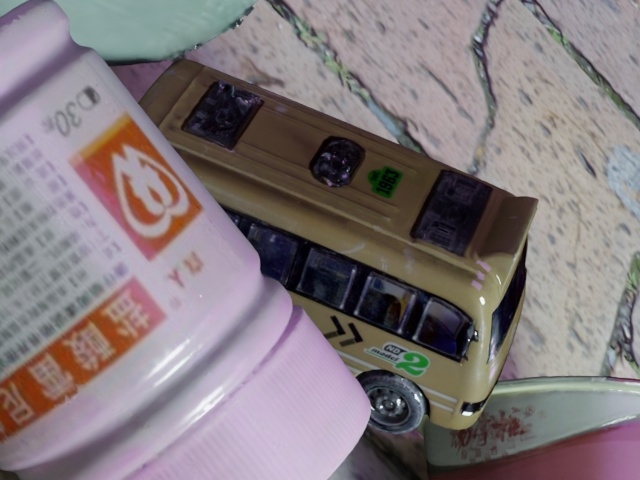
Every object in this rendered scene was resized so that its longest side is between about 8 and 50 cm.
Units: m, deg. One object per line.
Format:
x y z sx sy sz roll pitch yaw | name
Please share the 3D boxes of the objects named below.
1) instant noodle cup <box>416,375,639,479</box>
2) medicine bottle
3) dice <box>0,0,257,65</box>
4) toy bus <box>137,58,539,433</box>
0.181 0.209 1.227 0.234 0.234 0.179 19 63 -37 | instant noodle cup
-0.139 0.037 1.014 0.316 0.202 0.202 51 41 -8 | medicine bottle
-0.148 -0.295 1.129 0.268 0.265 0.263 21 43 -26 | dice
0.000 0.000 1.144 0.289 0.157 0.139 24 41 7 | toy bus
